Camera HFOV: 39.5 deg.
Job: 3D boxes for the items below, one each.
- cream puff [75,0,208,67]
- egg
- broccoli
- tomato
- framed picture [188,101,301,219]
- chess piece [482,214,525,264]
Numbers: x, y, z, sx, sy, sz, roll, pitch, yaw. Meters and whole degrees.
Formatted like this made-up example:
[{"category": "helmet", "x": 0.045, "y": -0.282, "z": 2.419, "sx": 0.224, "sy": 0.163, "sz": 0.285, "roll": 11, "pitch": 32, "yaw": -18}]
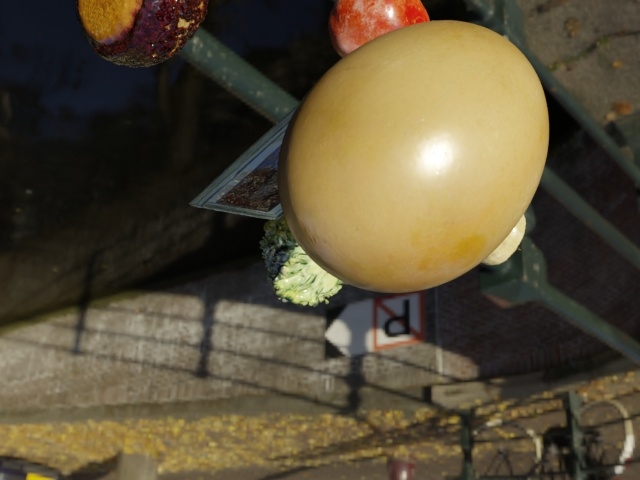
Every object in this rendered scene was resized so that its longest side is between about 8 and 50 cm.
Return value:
[{"category": "cream puff", "x": -0.284, "y": -0.396, "z": 1.441, "sx": 0.239, "sy": 0.239, "sz": 0.165, "roll": -25, "pitch": 169, "yaw": 41}, {"category": "egg", "x": 0.120, "y": -0.105, "z": 1.104, "sx": 0.374, "sy": 0.301, "sz": 0.301, "roll": -38, "pitch": 158, "yaw": -18}, {"category": "broccoli", "x": -0.015, "y": 0.000, "z": 1.925, "sx": 0.273, "sy": 0.180, "sz": 0.242, "roll": -38, "pitch": 133, "yaw": -3}, {"category": "tomato", "x": 0.109, "y": -0.390, "z": 1.644, "sx": 0.187, "sy": 0.151, "sz": 0.187, "roll": -7, "pitch": 147, "yaw": -5}, {"category": "framed picture", "x": -0.054, "y": -0.127, "z": 1.537, "sx": 0.293, "sy": 0.018, "sz": 0.231, "roll": -39, "pitch": 153, "yaw": 28}, {"category": "chess piece", "x": 0.257, "y": -0.056, "z": 1.764, "sx": 0.301, "sy": 0.137, "sz": 0.137, "roll": 21, "pitch": 147, "yaw": -30}]
